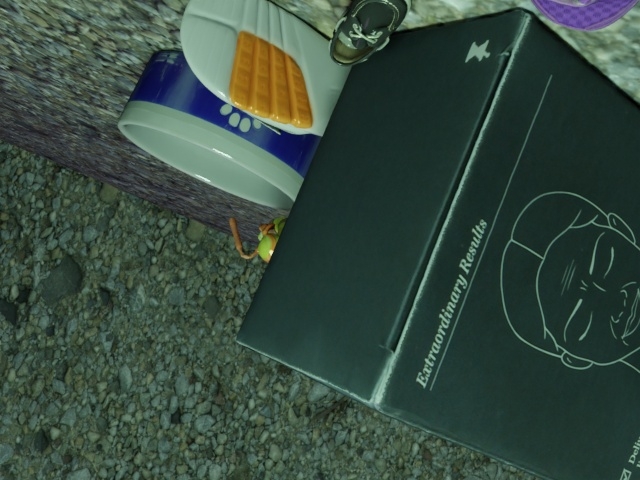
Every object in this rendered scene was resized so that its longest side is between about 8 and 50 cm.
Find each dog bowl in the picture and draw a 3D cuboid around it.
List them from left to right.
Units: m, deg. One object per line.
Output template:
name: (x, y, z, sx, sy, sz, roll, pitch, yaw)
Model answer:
dog bowl: (-0.126, -0.140, 1.092, 0.264, 0.104, 0.265, 23, 172, 3)

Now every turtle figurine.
turtle figurine: (0.000, 0.000, 1.087, 0.217, 0.087, 0.269, -4, -160, -27)

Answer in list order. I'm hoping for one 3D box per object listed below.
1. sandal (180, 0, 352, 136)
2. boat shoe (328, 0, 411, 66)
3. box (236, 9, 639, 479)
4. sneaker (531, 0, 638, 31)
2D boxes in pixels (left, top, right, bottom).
sandal: (-0.015, -0.139, 0.780, 0.265, 0.102, 0.076, 24, 170, -19)
boat shoe: (0.035, -0.170, 0.657, 0.046, 0.038, 0.125, 25, 172, -15)
box: (0.180, 0.042, 0.725, 0.395, 0.294, 0.212, 28, 170, -31)
sneaker: (0.113, -0.145, 0.363, 0.095, 0.105, 0.236, 20, 173, 15)
